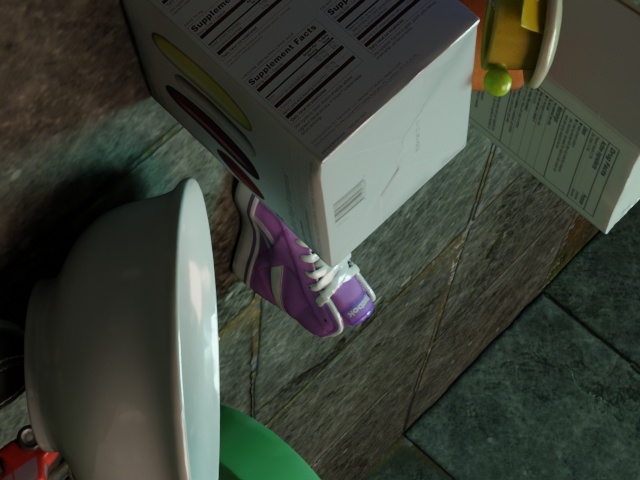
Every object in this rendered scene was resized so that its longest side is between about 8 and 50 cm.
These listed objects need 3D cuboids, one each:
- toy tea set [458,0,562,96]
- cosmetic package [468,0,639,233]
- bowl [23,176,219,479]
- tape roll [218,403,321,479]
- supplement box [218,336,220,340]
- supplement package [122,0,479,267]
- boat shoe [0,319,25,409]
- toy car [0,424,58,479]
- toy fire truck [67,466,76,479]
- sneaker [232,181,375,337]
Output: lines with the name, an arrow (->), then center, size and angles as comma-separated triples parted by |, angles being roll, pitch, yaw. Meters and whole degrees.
toy tea set -> 0.113, -0.259, 1.066 | 0.200, 0.124, 0.336 | 109, -12, -81
cosmetic package -> 0.175, -0.167, 1.234 | 0.113, 0.309, 0.160 | -44, 164, -18
bowl -> -0.160, 0.099, 1.160 | 0.134, 0.298, 0.298 | -3, 158, 1
tape roll -> -0.092, 0.340, 1.653 | 0.077, 0.321, 0.321 | -38, 160, -37
supplement box -> -0.156, 0.121, 1.504 | 0.098, 0.036, 0.062 | -47, 164, -8
supplement package -> -0.014, -0.125, 1.009 | 0.149, 0.203, 0.194 | -42, 162, -13
boat shoe -> -0.302, 0.139, 1.056 | 0.302, 0.091, 0.114 | -23, 149, -57
toy car -> -0.332, 0.253, 1.203 | 0.225, 0.053, 0.239 | -40, 175, 38
toy fire truck -> -0.230, 0.228, 1.532 | 0.192, 0.047, 0.135 | -53, 163, 16
sneaker -> 0.001, 0.000, 1.426 | 0.102, 0.161, 0.282 | -41, 161, -22
